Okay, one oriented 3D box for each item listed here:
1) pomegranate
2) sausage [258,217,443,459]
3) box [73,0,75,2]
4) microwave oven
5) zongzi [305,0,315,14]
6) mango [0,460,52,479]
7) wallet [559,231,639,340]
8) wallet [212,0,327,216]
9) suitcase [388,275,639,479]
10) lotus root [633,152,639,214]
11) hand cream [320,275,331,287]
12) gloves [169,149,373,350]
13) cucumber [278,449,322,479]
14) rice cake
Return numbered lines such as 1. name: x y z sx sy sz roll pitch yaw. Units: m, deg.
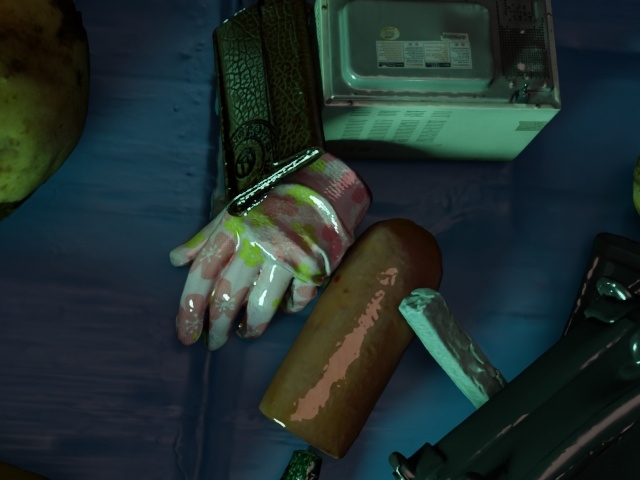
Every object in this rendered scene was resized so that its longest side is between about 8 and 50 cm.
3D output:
1. pomegranate: -0.376 -0.152 0.990 0.322 0.322 0.322 1 81 -8
2. sausage: 0.041 0.095 1.098 0.113 0.113 0.259 32 76 -2
3. box: -0.293 -0.357 1.138 0.139 0.073 0.194 32 79 -2
4. microwave oven: 0.109 -0.176 1.107 0.240 0.194 0.145 0 72 -8
5. zongzi: -0.055 -0.451 1.005 0.181 0.447 0.418 -26 90 -17
6. mango: -0.419 0.312 0.945 0.446 0.232 0.300 4 76 -15
7. wallet: 0.420 0.146 1.180 0.323 0.041 0.247 23 80 -9
8. wallet: -0.059 -0.155 1.073 0.039 0.133 0.243 28 43 -42
9. suitcase: 0.288 0.261 1.038 0.345 0.188 0.339 -40 112 -7
10. lotus root: 0.485 0.014 1.174 0.329 0.167 0.078 29 117 -3
11. hand cream: 0.000 0.000 1.153 0.035 0.022 0.102 7 85 -2
12. gloves: -0.062 0.014 1.091 0.145 0.126 0.241 43 75 -2
13. cucumber: -0.050 0.342 1.082 0.044 0.043 0.256 17 80 0
14. rice cake: 0.164 0.143 1.094 0.245 0.045 0.042 49 65 -24
